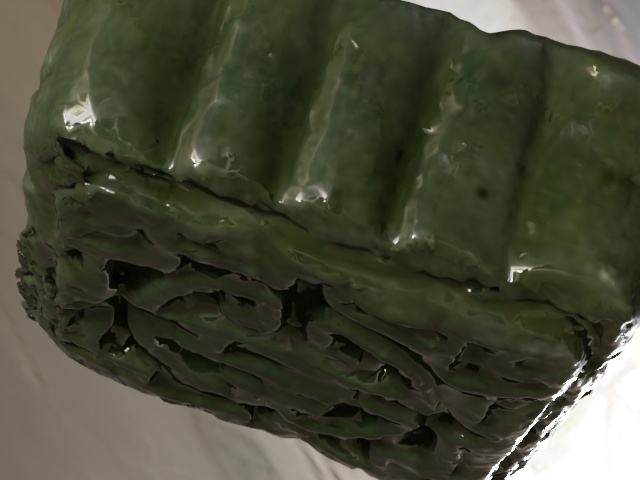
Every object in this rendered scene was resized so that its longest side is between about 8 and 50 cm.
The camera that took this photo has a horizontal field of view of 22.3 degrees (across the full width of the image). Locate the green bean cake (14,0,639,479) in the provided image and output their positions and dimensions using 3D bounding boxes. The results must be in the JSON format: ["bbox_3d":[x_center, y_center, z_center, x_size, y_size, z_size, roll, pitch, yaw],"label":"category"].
[{"bbox_3d":[0.000,0.000,0.503,0.185,0.094,0.183,19,156,-1],"label":"green bean cake"}]
